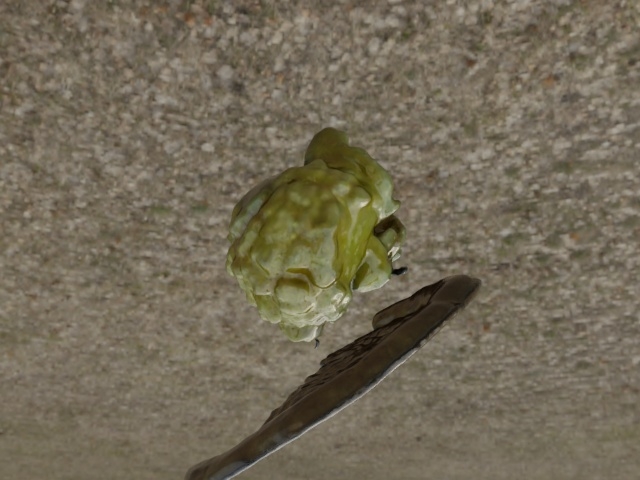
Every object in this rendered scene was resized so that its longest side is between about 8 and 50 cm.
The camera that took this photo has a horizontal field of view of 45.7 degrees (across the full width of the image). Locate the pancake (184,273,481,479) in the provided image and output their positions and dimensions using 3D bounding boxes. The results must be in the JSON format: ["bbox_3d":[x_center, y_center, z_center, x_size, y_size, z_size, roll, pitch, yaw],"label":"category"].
[{"bbox_3d":[0.012,0.072,0.423,0.184,0.020,0.190,-37,176,15],"label":"pancake"}]

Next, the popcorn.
[{"bbox_3d":[-0.001,0.000,0.785,0.169,0.189,0.218,48,166,3],"label":"popcorn"}]
